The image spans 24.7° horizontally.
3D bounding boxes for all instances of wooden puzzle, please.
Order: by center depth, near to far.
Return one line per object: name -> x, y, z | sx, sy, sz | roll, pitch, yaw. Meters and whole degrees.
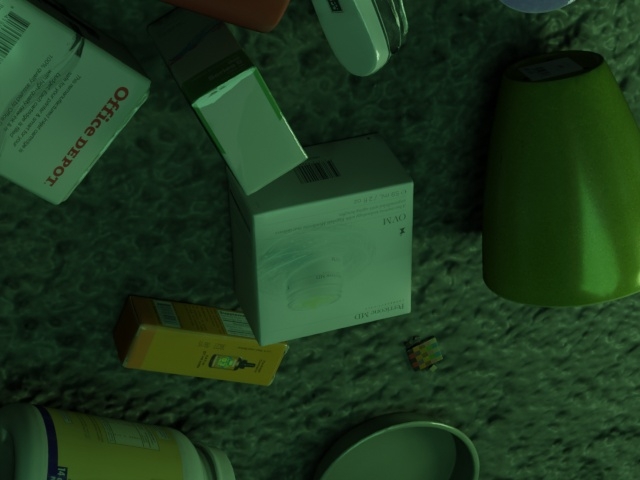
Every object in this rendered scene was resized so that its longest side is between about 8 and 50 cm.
wooden puzzle -> 0.161, 0.175, 2.264 | 0.049, 0.006, 0.083 | -25, 129, -4

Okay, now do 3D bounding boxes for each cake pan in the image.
cake pan -> 0.114, 0.392, 2.368 | 0.293, 0.054, 0.293 | -11, 127, -15

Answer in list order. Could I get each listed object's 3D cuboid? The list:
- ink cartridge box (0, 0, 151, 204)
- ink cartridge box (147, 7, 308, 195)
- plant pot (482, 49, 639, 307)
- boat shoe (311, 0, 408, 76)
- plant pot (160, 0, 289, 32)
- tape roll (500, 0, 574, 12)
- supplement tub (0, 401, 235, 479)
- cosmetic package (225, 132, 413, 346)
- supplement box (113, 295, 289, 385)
ink cartridge box -> -0.367, -0.194, 1.711 | 0.273, 0.114, 0.197 | 32, 104, -36
ink cartridge box -> -0.115, -0.179, 1.768 | 0.093, 0.212, 0.154 | -33, 129, -2
plant pot -> 0.337, -0.100, 2.003 | 0.274, 0.275, 0.294 | -16, 113, -11
boat shoe -> 0.037, -0.353, 1.786 | 0.102, 0.108, 0.301 | -42, 123, -33
plant pot -> -0.154, -0.379, 1.598 | 0.243, 0.275, 0.275 | 7, 121, -15
tape roll -> 0.277, -0.392, 1.865 | 0.189, 0.080, 0.189 | -12, 127, -16
supplement tub -> -0.310, 0.367, 2.055 | 0.331, 0.241, 0.241 | 14, 117, -29
cosmetic package -> 0.000, 0.000, 1.991 | 0.224, 0.138, 0.225 | -12, 128, -14
supplement box -> -0.168, 0.142, 2.061 | 0.233, 0.080, 0.078 | 12, 119, -27
